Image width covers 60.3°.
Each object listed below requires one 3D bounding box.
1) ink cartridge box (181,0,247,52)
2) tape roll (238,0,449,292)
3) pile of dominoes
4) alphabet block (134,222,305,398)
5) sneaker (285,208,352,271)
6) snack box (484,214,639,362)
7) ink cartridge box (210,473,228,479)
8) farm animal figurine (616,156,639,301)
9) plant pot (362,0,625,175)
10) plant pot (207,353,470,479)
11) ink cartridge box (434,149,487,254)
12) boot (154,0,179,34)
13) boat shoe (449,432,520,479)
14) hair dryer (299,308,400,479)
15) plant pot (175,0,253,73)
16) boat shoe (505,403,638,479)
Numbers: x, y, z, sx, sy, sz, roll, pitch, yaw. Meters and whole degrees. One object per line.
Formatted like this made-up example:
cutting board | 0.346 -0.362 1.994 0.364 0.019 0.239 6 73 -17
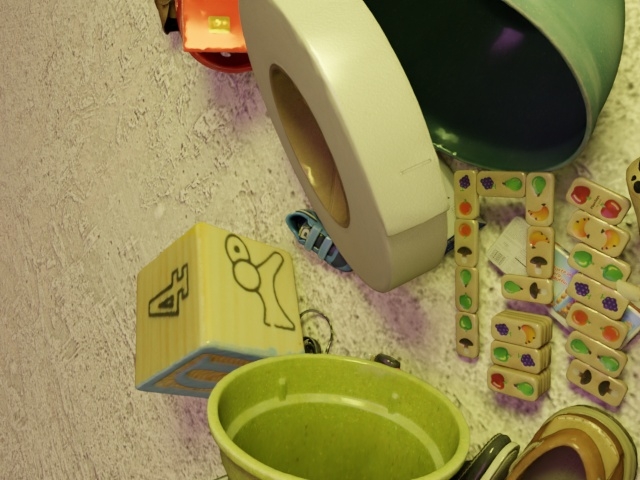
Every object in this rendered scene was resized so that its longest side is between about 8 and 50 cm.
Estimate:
ink cartridge box | -0.054 -0.403 0.785 0.066 0.297 0.261 137 130 -78
tape roll | 0.016 -0.121 0.651 0.072 0.392 0.392 -26 63 -8
pile of dominoes | 0.226 0.050 0.601 0.196 0.040 0.251 7 105 44
alphabet block | -0.159 0.119 0.854 0.193 0.192 0.197 -33 51 32
sneaker | 0.000 0.000 0.837 0.144 0.059 0.053 40 110 35
snack box | 0.271 0.050 0.620 0.178 0.022 0.064 49 118 33
ink cartridge box | -0.194 0.505 0.940 0.218 0.092 0.158 -37 63 35
farm animal figurine | 0.363 0.086 0.437 0.330 0.172 0.326 33 108 38
plant pot | 0.185 -0.236 0.578 0.293 0.293 0.196 28 77 39
plant pot | 0.005 0.299 0.611 0.276 0.276 0.253 17 106 41
ink cartridge box | 0.124 -0.079 0.744 0.097 0.046 0.207 -42 61 29
boot | -0.268 -0.485 1.028 0.305 0.112 0.115 166 98 -75
boat shoe | 0.148 0.307 0.665 0.079 0.084 0.233 49 120 32
hair dryer | 0.011 0.268 0.812 0.224 0.080 0.293 19 91 52
plant pot | -0.151 -0.409 0.926 0.191 0.191 0.174 -39 53 32
boat shoe | 0.214 0.324 0.581 0.123 0.120 0.323 26 103 40
